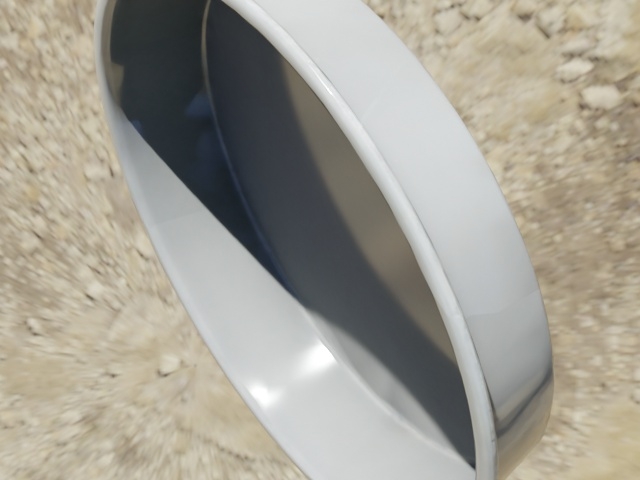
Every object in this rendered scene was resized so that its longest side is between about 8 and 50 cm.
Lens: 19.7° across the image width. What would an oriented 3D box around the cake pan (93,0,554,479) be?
[{"bbox_3d":[0.000,0.000,0.805,0.054,0.293,0.293,-30,89,-21],"label":"cake pan"}]
